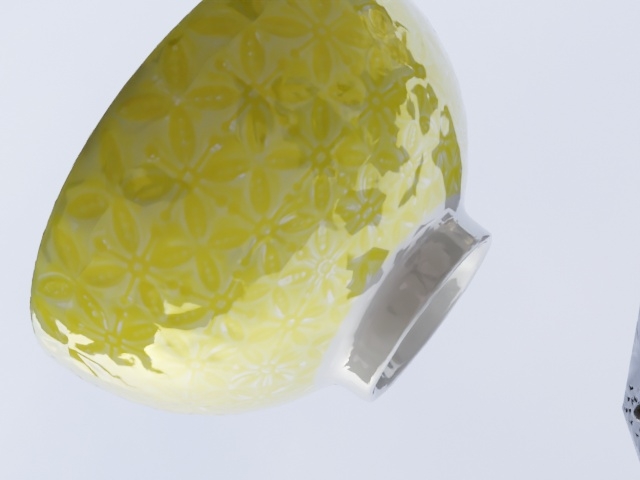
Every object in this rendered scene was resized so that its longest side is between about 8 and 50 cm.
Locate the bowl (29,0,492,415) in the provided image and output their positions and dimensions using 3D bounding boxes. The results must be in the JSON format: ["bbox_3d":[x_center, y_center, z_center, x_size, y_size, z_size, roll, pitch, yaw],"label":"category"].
[{"bbox_3d":[0.000,0.000,0.518,0.156,0.289,0.289,37,-101,14],"label":"bowl"}]

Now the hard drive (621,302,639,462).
[{"bbox_3d":[0.243,0.144,0.534,0.054,0.172,0.255,-6,-141,1],"label":"hard drive"}]
